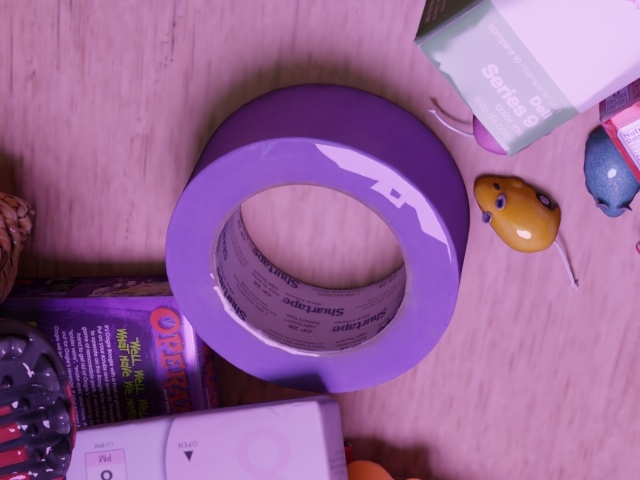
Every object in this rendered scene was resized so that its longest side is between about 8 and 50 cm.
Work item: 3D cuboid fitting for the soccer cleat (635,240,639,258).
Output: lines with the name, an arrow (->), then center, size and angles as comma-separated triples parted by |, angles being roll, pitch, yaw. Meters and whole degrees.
soccer cleat -> 0.240, 0.019, 1.037 | 0.083, 0.029, 0.035 | 34, 112, -13

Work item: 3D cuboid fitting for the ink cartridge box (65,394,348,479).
ink cartridge box -> -0.066, 0.228, 1.062 | 0.189, 0.066, 0.232 | -9, 79, 18

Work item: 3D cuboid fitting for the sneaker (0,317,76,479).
sneaker -> -0.220, 0.148, 1.064 | 0.097, 0.135, 0.276 | -7, 128, -20

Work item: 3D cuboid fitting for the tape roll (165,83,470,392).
tape roll -> 0.000, 0.000, 1.042 | 0.189, 0.080, 0.189 | 5, 122, 8

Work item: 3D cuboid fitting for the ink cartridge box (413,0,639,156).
ink cartridge box -> 0.166, -0.161, 0.868 | 0.212, 0.154, 0.093 | -34, 109, 26

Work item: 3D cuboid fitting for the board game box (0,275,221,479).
board game box -> -0.168, 0.194, 1.174 | 0.208, 0.056, 0.347 | 1, 109, 16

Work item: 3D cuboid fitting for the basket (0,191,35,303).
basket -> -0.376, 0.022, 1.018 | 0.299, 0.223, 0.213 | 32, 115, 1

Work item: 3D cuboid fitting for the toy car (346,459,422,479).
toy car -> 0.085, 0.261, 1.131 | 0.210, 0.219, 0.238 | -22, 92, 22

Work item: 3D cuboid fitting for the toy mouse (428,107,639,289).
toy mouse -> 0.150, -0.052, 1.008 | 0.161, 0.031, 0.143 | 38, 120, -12

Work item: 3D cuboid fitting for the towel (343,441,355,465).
towel -> -0.096, 0.239, 1.235 | 0.274, 0.031, 0.199 | -3, 120, 13

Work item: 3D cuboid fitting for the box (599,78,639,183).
box -> 0.294, -0.101, 0.893 | 0.257, 0.123, 0.128 | -28, 112, 23
